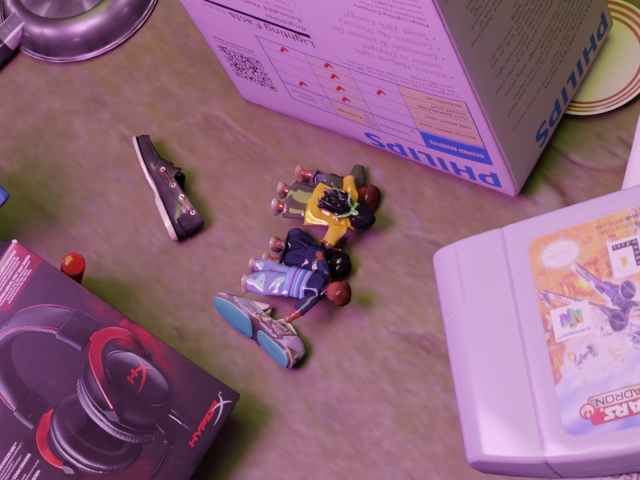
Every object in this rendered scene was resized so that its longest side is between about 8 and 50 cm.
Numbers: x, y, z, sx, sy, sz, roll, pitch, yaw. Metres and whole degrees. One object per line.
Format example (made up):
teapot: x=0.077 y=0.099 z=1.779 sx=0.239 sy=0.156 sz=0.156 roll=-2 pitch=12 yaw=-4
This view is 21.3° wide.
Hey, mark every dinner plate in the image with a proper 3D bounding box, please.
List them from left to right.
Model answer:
dinner plate: x=0.274 y=-0.186 z=1.729 sx=0.141 sy=0.017 sz=0.141 roll=-7 pitch=62 yaw=13

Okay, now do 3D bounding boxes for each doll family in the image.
doll family: x=0.000 y=0.000 z=1.691 sx=0.111 sy=0.076 sz=0.193 roll=14 pitch=74 yaw=18

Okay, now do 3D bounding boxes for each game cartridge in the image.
game cartridge: x=0.232 y=0.058 z=1.199 sx=0.297 sy=0.062 sz=0.198 roll=-18 pitch=57 yaw=18

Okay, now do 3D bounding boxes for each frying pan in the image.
frying pan: x=-0.338 y=-0.269 z=1.947 sx=0.326 sy=0.053 sz=0.197 roll=-22 pitch=59 yaw=2

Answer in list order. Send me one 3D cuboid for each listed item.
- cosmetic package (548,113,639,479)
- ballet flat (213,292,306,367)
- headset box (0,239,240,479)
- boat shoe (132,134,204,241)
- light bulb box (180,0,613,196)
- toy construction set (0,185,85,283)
cosmetic package: x=0.395 y=0.144 z=1.311 sx=0.327 sy=0.329 sz=0.393 roll=8 pitch=72 yaw=27
ballet flat: x=-0.056 y=0.084 z=1.686 sx=0.114 sy=0.041 sz=0.041 roll=38 pitch=80 yaw=29
headset box: x=-0.259 y=0.153 z=1.571 sx=0.293 sy=0.110 sz=0.218 roll=37 pitch=74 yaw=-16
boat shoe: x=-0.161 y=-0.060 z=1.783 sx=0.042 sy=0.049 sz=0.133 roll=-26 pitch=61 yaw=-3
light bulb box: x=0.051 y=-0.268 z=1.631 sx=0.358 sy=0.361 sz=0.225 roll=22 pitch=72 yaw=29
toy construction set: x=-0.398 y=0.022 z=1.740 sx=0.309 sy=0.237 sz=0.257 roll=15 pitch=78 yaw=-6
